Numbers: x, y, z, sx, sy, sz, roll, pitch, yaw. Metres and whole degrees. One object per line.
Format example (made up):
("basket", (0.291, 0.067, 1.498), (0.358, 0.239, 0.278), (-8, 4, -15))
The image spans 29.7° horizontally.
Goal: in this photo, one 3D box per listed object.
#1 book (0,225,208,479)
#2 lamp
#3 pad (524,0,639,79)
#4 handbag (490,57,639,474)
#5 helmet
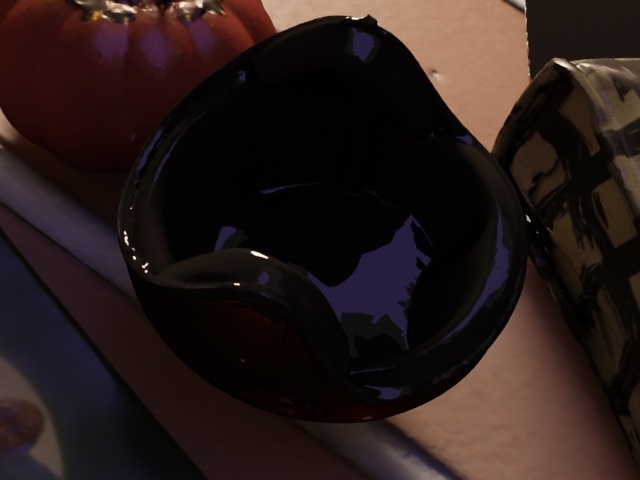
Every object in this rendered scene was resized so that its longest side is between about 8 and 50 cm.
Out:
("book", (-0.255, 0.139, 0.551), (0.371, 0.043, 0.260), (-30, 69, -34))
("lamp", (-0.113, -0.122, 0.738), (0.182, 0.140, 0.182), (4, 42, -4))
("pad", (0.247, -0.198, 1.015), (0.164, 0.004, 0.243), (13, 49, -8))
("handbag", (0.314, 0.029, 0.762), (0.325, 0.162, 0.327), (-7, 63, -19))
("helmet", (0.000, 0.000, 0.645), (0.216, 0.193, 0.189), (19, 63, 5))
